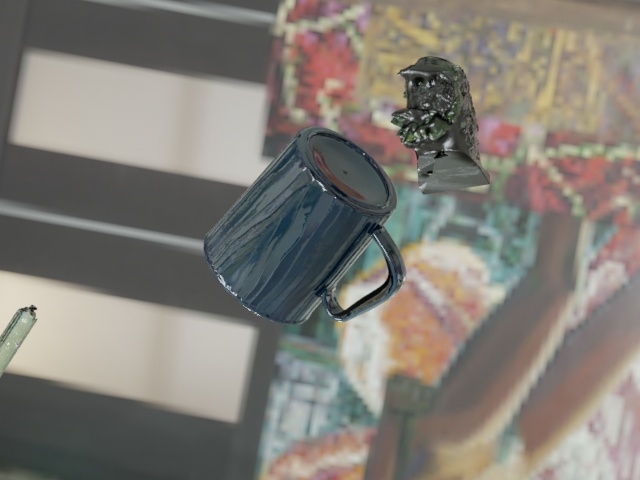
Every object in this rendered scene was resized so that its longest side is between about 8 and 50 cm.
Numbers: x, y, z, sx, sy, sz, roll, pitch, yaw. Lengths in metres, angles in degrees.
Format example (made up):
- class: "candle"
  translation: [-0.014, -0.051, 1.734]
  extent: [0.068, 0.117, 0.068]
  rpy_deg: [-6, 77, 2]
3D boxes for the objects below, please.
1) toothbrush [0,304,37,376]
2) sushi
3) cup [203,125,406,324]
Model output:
- class: "toothbrush"
  translation: [-0.336, 0.170, 1.764]
  extent: [0.026, 0.294, 0.028]
  rpy_deg: [37, -160, 4]
- class: "sushi"
  translation: [0.092, -0.094, 1.457]
  extent: [0.056, 0.083, 0.084]
  rpy_deg: [-8, 146, 22]
- class: "cup"
  translation: [-0.001, -0.007, 1.645]
  extent: [0.150, 0.138, 0.113]
  rpy_deg: [32, -150, -17]
